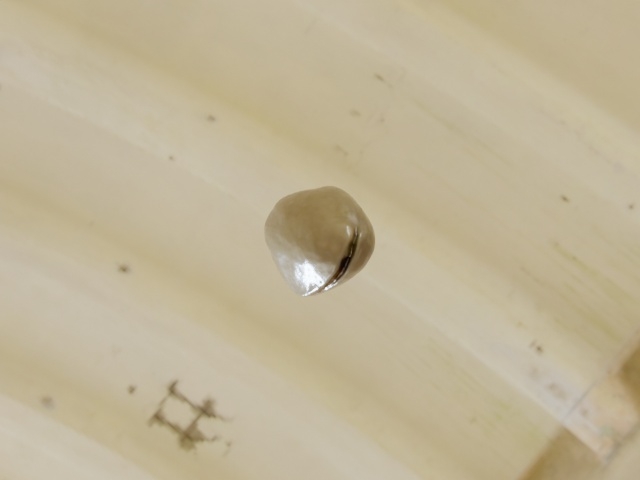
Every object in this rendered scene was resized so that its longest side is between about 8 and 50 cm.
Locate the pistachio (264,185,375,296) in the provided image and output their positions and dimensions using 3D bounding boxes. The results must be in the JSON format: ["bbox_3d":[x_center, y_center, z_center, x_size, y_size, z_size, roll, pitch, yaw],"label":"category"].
[{"bbox_3d":[0.000,0.000,1.283,0.185,0.108,0.126,-7,63,70],"label":"pistachio"}]
